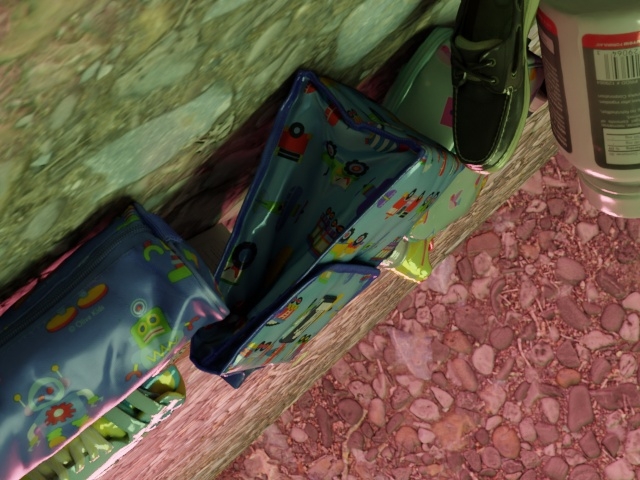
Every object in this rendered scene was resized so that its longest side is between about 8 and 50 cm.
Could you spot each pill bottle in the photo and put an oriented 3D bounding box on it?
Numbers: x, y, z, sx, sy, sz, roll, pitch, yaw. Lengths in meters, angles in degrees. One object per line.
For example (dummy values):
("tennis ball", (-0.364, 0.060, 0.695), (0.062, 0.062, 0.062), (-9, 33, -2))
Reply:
("pill bottle", (0.331, -0.177, 1.485), (0.176, 0.176, 0.319), (-38, 139, -19))

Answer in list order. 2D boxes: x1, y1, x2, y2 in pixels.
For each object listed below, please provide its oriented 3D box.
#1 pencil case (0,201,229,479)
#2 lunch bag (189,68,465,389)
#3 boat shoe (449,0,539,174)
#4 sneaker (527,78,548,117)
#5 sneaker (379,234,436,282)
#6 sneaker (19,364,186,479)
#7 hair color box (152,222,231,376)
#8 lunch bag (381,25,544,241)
("pencil case", (-0.219, 0.098, 1.089), (0.306, 0.119, 0.133), (-39, 150, -13))
("lunch bag", (-0.017, 0.008, 1.263), (0.293, 0.138, 0.221), (-57, 168, 9))
("boat shoe", (0.151, -0.175, 1.262), (0.073, 0.080, 0.224), (6, 96, -55))
("sneaker", (0.212, -0.161, 1.710), (0.163, 0.086, 0.226), (-47, 180, 23))
("sneaker", (0.104, -0.023, 1.738), (0.081, 0.094, 0.209), (-34, -148, 32))
("sneaker", (-0.255, 0.192, 1.384), (0.208, 0.127, 0.319), (-44, 180, 30))
("hair color box", (-0.129, 0.055, 1.341), (0.167, 0.093, 0.053), (-29, 165, -52))
("lunch bag", (0.139, -0.127, 1.477), (0.224, 0.107, 0.279), (-65, 166, 19))
